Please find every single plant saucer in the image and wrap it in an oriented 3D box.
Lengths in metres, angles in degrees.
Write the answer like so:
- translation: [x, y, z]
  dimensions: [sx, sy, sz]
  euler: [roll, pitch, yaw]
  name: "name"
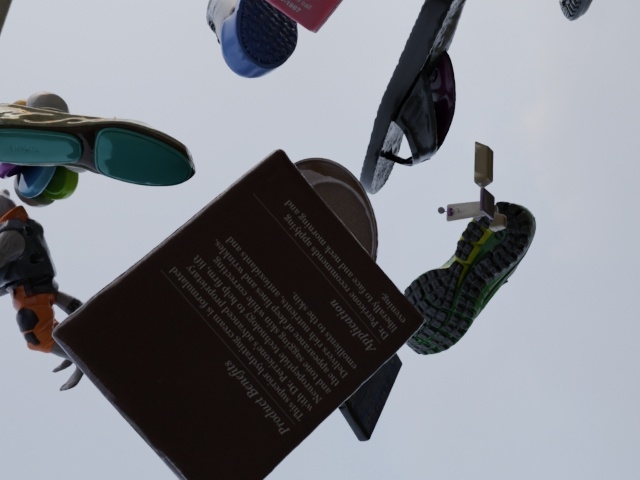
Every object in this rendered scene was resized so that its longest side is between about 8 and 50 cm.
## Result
- translation: [0.000, 0.000, 1.048]
  dimensions: [0.036, 0.199, 0.198]
  euler: [1, -110, -49]
  name: "plant saucer"

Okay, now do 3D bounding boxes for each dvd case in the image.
- translation: [0.036, 0.149, 1.306]
  dimensions: [0.253, 0.022, 0.180]
  euler: [60, -145, -20]
  name: "dvd case"

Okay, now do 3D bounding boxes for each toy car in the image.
- translation: [-0.467, -0.141, 1.388]
  dimensions: [0.182, 0.159, 0.136]
  euler: [57, -154, 3]
  name: "toy car"

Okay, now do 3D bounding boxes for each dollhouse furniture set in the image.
- translation: [0.219, -0.077, 1.272]
  dimensions: [0.091, 0.081, 0.114]
  euler: [28, -119, -52]
  name: "dollhouse furniture set"

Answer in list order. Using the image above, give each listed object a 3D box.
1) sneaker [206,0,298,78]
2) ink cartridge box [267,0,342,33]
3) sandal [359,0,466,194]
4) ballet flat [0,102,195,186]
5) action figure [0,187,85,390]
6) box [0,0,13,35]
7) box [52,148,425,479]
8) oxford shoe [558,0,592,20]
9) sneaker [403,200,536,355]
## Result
- translation: [-0.079, -0.228, 0.917]
  dimensions: [0.081, 0.090, 0.232]
  euler: [44, -147, -26]
  name: "sneaker"
- translation: [0.001, -0.338, 0.661]
  dimensions: [0.207, 0.283, 0.117]
  euler: [32, -150, -22]
  name: "ink cartridge box"
- translation: [0.164, -0.222, 1.369]
  dimensions: [0.107, 0.445, 0.167]
  euler: [29, -134, 9]
  name: "sandal"
- translation: [-0.181, -0.083, 0.691]
  dimensions: [0.168, 0.057, 0.052]
  euler: [9, -141, -14]
  name: "ballet flat"
- translation: [-0.478, 0.065, 1.454]
  dimensions: [0.330, 0.179, 0.341]
  euler: [65, 176, -10]
  name: "action figure"
- translation: [-0.433, -0.349, 1.058]
  dimensions: [0.121, 0.148, 0.311]
  euler: [26, -130, -31]
  name: "box"
- translation: [-0.067, 0.068, 0.660]
  dimensions: [0.203, 0.167, 0.168]
  euler: [-40, -86, -16]
  name: "box"
- translation: [0.402, -0.406, 1.217]
  dimensions: [0.096, 0.227, 0.082]
  euler: [-6, -128, -16]
  name: "oxford shoe"
- translation: [0.272, 0.077, 1.568]
  dimensions: [0.134, 0.343, 0.146]
  euler: [49, -157, 20]
  name: "sneaker"
